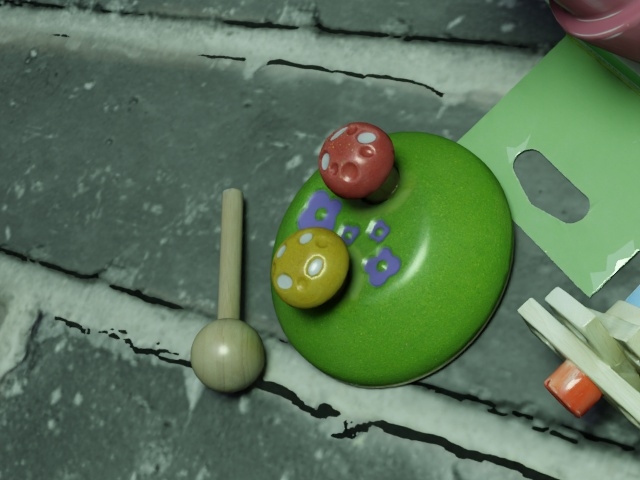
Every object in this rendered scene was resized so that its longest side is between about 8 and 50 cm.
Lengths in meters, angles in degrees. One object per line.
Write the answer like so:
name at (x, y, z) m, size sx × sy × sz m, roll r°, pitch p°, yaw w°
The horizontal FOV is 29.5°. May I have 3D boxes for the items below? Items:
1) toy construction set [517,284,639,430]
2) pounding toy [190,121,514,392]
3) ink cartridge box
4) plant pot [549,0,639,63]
toy construction set at (0.256, -0.006, 0.622) m, size 0.215 × 0.151 × 0.328 m, roll 45°, pitch 102°, yaw 16°
pounding toy at (0.000, 0.000, 0.811) m, size 0.237 × 0.110 × 0.183 m, roll -13°, pitch 61°, yaw 28°
ink cartridge box at (0.201, -0.104, 0.777) m, size 0.235 × 0.056 × 0.171 m, roll -42°, pitch 50°, yaw 5°
plant pot at (0.149, -0.220, 0.668) m, size 0.201 × 0.180 × 0.201 m, roll -52°, pitch 28°, yaw 43°
